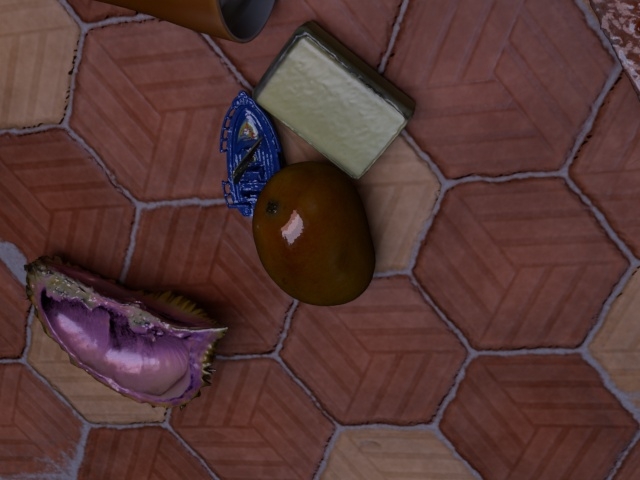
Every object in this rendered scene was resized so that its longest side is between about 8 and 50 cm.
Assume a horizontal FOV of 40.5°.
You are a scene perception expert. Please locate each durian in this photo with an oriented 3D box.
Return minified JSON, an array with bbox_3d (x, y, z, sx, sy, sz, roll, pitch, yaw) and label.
[{"bbox_3d":[-0.278,0.129,1.266,0.341,0.112,0.191,17,129,16],"label":"durian"}]

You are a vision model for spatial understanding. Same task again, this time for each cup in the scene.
[{"bbox_3d":[-0.167,-0.349,0.973,0.263,0.182,0.226,12,86,16],"label":"cup"}]

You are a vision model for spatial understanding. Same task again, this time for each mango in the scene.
[{"bbox_3d":[-0.005,0.002,1.089,0.120,0.151,0.221,25,147,42],"label":"mango"}]

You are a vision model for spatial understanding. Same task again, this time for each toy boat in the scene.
[{"bbox_3d":[-0.090,-0.100,1.092,0.091,0.110,0.175,0,114,12],"label":"toy boat"}]

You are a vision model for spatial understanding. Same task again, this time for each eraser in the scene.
[{"bbox_3d":[0.017,-0.170,1.056,0.172,0.058,0.117,38,121,-5],"label":"eraser"}]

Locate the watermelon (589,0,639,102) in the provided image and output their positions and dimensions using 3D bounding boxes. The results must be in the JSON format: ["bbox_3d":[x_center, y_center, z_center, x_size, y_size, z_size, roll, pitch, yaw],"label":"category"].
[{"bbox_3d":[0.389,-0.213,0.907,0.257,0.140,0.193,47,123,1],"label":"watermelon"}]
